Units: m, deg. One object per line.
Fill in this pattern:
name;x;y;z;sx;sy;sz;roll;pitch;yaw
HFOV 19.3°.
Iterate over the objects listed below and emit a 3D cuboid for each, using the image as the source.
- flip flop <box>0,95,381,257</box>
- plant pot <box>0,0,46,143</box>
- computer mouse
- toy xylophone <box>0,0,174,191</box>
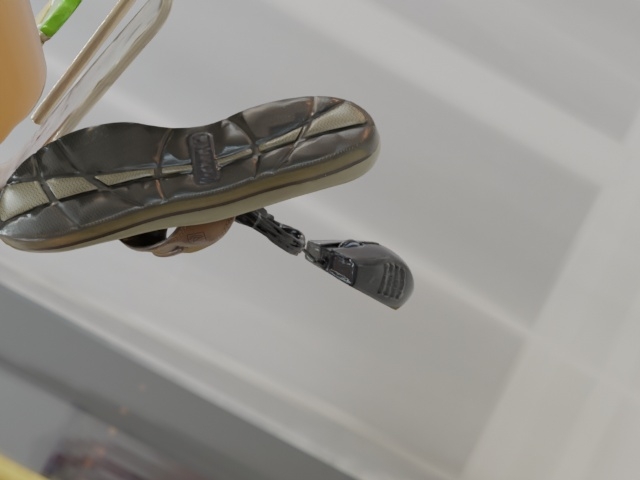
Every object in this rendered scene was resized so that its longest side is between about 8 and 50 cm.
flip flop;-0.092;-0.032;1.304;0.112;0.277;0.080;-99;-4;-48
plant pot;-0.189;-0.108;0.628;0.205;0.188;0.205;-20;29;12
computer mouse;0.000;0.000;1.445;0.242;0.071;0.041;28;-88;-53
toy xylophone;-0.206;-0.141;1.437;0.323;0.081;0.236;-48;14;11
